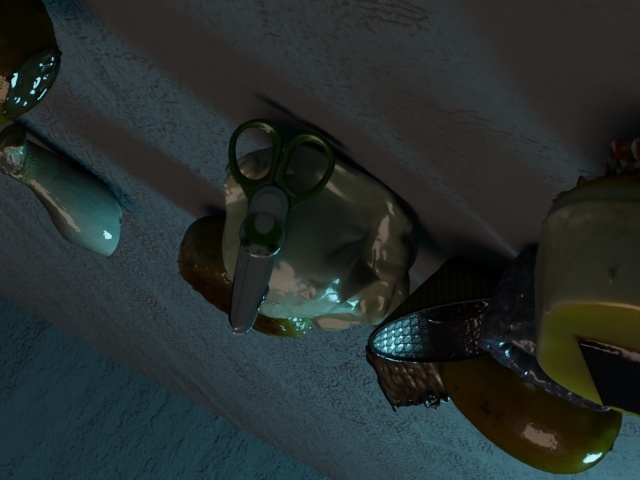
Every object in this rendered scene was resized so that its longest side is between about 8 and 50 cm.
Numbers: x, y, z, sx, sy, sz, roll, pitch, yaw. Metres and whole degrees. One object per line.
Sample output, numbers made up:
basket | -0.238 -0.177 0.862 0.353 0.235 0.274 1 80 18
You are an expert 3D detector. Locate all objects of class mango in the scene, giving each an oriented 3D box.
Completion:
mango | 0.221 0.169 1.828 0.221 0.120 0.151 20 155 48

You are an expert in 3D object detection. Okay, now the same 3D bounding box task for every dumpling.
dumpling | 0.000 0.000 1.703 0.193 0.147 0.258 -8 133 25

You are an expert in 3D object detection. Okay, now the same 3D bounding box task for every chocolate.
chocolate | 0.129 0.148 2.073 0.102 0.065 0.329 64 165 0

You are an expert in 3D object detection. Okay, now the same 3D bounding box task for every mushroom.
mushroom | -0.353 -0.065 2.329 0.225 0.093 0.116 36 -172 -36

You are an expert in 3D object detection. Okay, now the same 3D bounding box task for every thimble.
thimble | 0.222 0.081 1.560 0.150 0.098 0.150 30 167 7

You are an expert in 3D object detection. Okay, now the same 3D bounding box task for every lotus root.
lotus root | -0.354 -0.183 1.674 0.180 0.199 0.188 33 174 15

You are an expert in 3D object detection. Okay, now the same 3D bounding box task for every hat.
hat | 0.138 0.056 1.718 0.193 0.082 0.193 -6 158 -2

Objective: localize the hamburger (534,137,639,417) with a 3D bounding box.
hamburger | 0.262 0.040 1.230 0.227 0.151 0.295 23 161 10

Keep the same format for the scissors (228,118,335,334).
scissors | -0.055 -0.010 1.619 0.101 0.204 0.027 16 -173 3

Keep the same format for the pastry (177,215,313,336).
pastry | -0.087 0.046 2.132 0.192 0.093 0.182 26 163 26
